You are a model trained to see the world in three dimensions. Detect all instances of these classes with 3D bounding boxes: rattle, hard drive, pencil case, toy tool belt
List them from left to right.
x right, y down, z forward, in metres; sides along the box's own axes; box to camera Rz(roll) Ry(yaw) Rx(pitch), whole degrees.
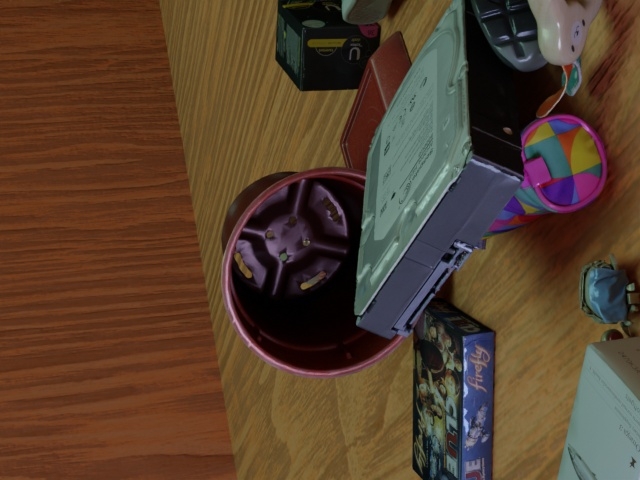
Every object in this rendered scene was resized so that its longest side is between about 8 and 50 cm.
[{"bbox_3d":[0.117,-0.089,1.069,0.339,0.064,0.237,-83,19,-50],"label":"hard drive"},{"bbox_3d":[0.195,-0.057,1.049,0.236,0.104,0.104,149,116,-71],"label":"pencil case"},{"bbox_3d":[0.263,0.056,0.926,0.051,0.052,0.083,116,146,-75],"label":"toy tool belt"},{"bbox_3d":[0.252,-0.204,0.884,0.130,0.143,0.199,-29,-61,-63],"label":"rattle"}]

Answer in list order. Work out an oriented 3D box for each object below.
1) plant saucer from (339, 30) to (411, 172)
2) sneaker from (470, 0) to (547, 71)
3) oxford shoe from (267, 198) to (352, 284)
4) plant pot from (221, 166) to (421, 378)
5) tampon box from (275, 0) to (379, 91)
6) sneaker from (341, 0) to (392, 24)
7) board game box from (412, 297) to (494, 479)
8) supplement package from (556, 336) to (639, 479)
[{"bbox_3d":[0.091,-0.122,1.481,0.258,0.048,0.259,111,149,-56],"label":"plant saucer"},{"bbox_3d":[0.191,-0.285,1.053,0.106,0.101,0.267,72,-172,-70],"label":"sneaker"},{"bbox_3d":[0.000,0.000,1.753,0.146,0.140,0.397,57,165,-16],"label":"oxford shoe"},{"bbox_3d":[-0.019,0.020,1.406,0.265,0.273,0.272,-144,51,-73],"label":"plant pot"},{"bbox_3d":[0.007,-0.306,1.584,0.161,0.121,0.101,-122,30,-57],"label":"tampon box"},{"bbox_3d":[0.076,-0.408,1.369,0.256,0.094,0.151,143,124,-70],"label":"sneaker"},{"bbox_3d":[0.167,0.211,1.315,0.165,0.042,0.243,-147,54,-70],"label":"board game box"},{"bbox_3d":[0.270,0.179,0.836,0.105,0.105,0.179,-122,31,-57],"label":"supplement package"}]
